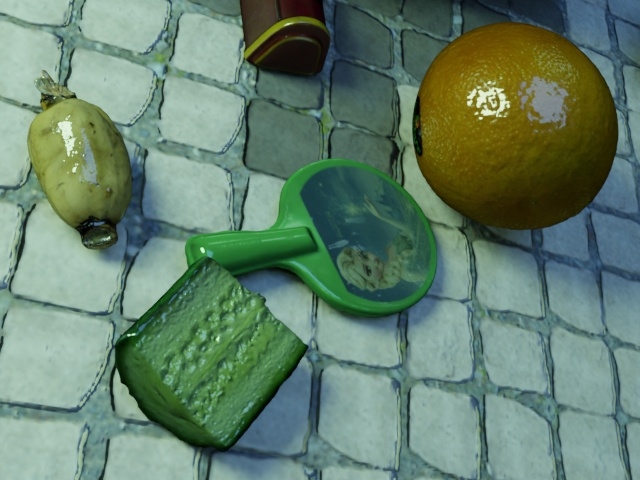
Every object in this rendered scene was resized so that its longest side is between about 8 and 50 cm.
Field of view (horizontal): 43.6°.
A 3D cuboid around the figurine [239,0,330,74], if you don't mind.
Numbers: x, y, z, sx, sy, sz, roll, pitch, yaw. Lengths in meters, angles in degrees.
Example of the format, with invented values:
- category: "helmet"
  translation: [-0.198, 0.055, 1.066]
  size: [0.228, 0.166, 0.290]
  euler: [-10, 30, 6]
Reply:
- category: "figurine"
  translation: [-0.030, -0.252, 0.784]
  size: [0.082, 0.098, 0.154]
  euler: [2, 67, -23]

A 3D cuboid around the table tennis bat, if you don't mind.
- category: "table tennis bat"
  translation: [0.000, 0.000, 0.707]
  size: [0.257, 0.039, 0.160]
  euler: [-9, 68, -34]

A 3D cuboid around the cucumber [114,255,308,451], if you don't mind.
- category: "cucumber"
  translation: [-0.086, 0.081, 0.598]
  size: [0.116, 0.062, 0.115]
  euler: [52, 51, -17]

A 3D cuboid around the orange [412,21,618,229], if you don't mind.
- category: "orange"
  translation: [0.182, -0.110, 0.767]
  size: [0.206, 0.206, 0.206]
  euler: [12, 60, -22]

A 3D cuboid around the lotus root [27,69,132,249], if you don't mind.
- category: "lotus root"
  translation: [-0.188, -0.067, 0.625]
  size: [0.072, 0.063, 0.152]
  euler: [-20, 79, -24]
